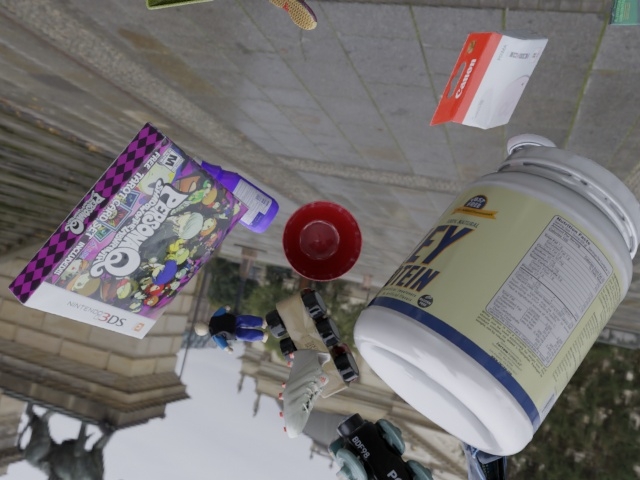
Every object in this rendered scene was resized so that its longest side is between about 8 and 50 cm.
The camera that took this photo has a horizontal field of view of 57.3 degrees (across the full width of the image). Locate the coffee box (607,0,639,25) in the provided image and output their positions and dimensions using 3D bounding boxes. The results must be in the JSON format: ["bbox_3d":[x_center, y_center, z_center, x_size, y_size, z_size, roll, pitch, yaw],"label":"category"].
[{"bbox_3d":[0.634,-0.452,1.067,0.184,0.113,0.040,6,-159,16],"label":"coffee box"}]

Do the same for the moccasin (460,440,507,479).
[{"bbox_3d":[0.448,0.541,1.542,0.138,0.341,0.117,-21,-168,-18],"label":"moccasin"}]

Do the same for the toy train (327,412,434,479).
[{"bbox_3d":[0.133,0.479,1.081,0.334,0.142,0.190,50,150,19],"label":"toy train"}]

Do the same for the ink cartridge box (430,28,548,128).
[{"bbox_3d":[0.327,-0.303,1.126,0.066,0.189,0.232,37,-141,24],"label":"ink cartridge box"}]

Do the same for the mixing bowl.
[{"bbox_3d":[0.000,0.000,1.363,0.182,0.181,0.098,13,180,-5],"label":"mixing bowl"}]

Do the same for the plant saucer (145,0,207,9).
[{"bbox_3d":[-0.306,-0.619,1.308,0.188,0.188,0.045,2,-171,23],"label":"plant saucer"}]

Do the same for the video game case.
[{"bbox_3d":[-0.212,0.002,0.704,0.042,0.232,0.210,38,176,26],"label":"video game case"}]

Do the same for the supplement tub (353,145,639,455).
[{"bbox_3d":[0.223,0.064,0.722,0.235,0.325,0.235,37,162,14],"label":"supplement tub"}]

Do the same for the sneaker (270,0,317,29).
[{"bbox_3d":[-0.063,-0.682,1.684,0.185,0.084,0.069,44,146,11],"label":"sneaker"}]

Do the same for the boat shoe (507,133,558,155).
[{"bbox_3d":[0.439,-0.123,1.145,0.080,0.076,0.229,-18,143,37],"label":"boat shoe"}]

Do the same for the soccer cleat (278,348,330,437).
[{"bbox_3d":[-0.025,0.256,1.016,0.076,0.068,0.196,-5,-151,9],"label":"soccer cleat"}]

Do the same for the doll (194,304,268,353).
[{"bbox_3d":[-0.233,0.234,1.533,0.189,0.129,0.046,6,155,-20],"label":"doll"}]

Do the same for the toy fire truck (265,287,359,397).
[{"bbox_3d":[-0.016,0.217,1.286,0.159,0.217,0.246,-29,177,11],"label":"toy fire truck"}]

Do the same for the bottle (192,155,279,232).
[{"bbox_3d":[-0.258,-0.136,1.685,0.283,0.118,0.092,34,176,-24],"label":"bottle"}]
